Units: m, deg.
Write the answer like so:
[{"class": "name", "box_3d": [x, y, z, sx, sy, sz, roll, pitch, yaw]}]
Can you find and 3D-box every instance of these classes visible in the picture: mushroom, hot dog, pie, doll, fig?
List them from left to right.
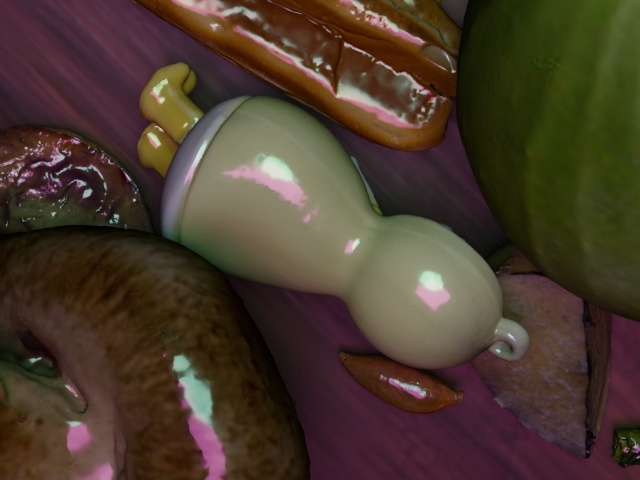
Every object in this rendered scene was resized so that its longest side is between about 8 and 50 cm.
[{"class": "pie", "box_3d": [-0.202, -0.035, 0.991, 0.170, 0.034, 0.092, -1, 107, 4]}, {"class": "mushroom", "box_3d": [-0.174, 0.130, 0.865, 0.331, 0.356, 0.334, -4, 91, 10]}, {"class": "hot dog", "box_3d": [-0.018, -0.158, 0.925, 0.269, 0.072, 0.115, 33, 123, -5]}, {"class": "doll", "box_3d": [0.006, -0.008, 0.920, 0.296, 0.117, 0.141, 27, 140, 7]}, {"class": "fig", "box_3d": [0.215, -0.105, 0.795, 0.316, 0.316, 0.316, 1, 103, 3]}]

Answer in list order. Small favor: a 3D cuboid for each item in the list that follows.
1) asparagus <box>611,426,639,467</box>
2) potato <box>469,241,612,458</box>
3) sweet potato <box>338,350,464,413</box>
[{"class": "asparagus", "box_3d": [0.292, 0.153, 1.008, 0.165, 0.030, 0.036, 6, 94, 2]}, {"class": "potato", "box_3d": [0.155, 0.057, 0.980, 0.101, 0.089, 0.172, 6, 133, 24]}, {"class": "sweet potato", "box_3d": [0.056, 0.102, 1.009, 0.095, 0.034, 0.034, 20, 104, 9]}]
